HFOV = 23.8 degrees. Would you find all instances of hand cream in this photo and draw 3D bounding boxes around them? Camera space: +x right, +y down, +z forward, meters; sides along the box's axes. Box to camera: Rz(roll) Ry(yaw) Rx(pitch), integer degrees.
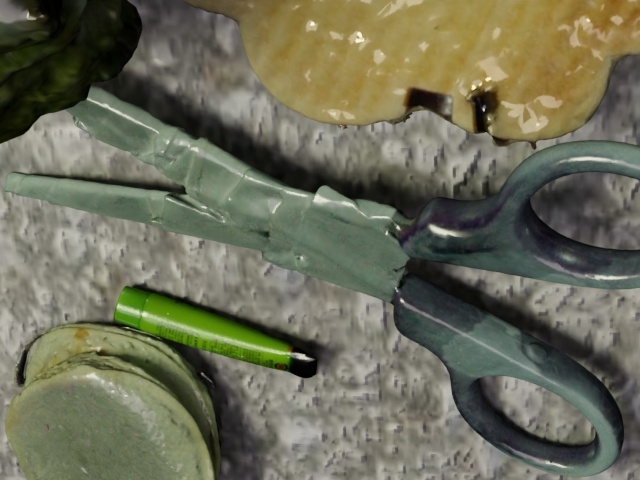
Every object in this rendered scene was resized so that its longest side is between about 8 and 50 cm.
[{"bbox_3d":[-0.060,0.056,0.881,0.122,0.023,0.036,19,159,5],"label":"hand cream"}]

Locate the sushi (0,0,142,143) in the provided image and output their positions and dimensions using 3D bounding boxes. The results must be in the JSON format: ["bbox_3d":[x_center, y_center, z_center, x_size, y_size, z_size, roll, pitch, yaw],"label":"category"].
[{"bbox_3d":[-0.220,-0.189,0.618,0.178,0.294,0.352,-28,69,8],"label":"sushi"}]

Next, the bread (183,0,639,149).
[{"bbox_3d":[0.048,-0.184,0.701,0.316,0.054,0.316,7,121,11],"label":"bread"}]

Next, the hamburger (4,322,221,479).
[{"bbox_3d":[-0.122,0.117,0.912,0.133,0.062,0.140,-13,117,25],"label":"hamburger"}]

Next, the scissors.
[{"bbox_3d":[0.000,0.000,0.812,0.383,0.029,0.256,17,139,11],"label":"scissors"}]
